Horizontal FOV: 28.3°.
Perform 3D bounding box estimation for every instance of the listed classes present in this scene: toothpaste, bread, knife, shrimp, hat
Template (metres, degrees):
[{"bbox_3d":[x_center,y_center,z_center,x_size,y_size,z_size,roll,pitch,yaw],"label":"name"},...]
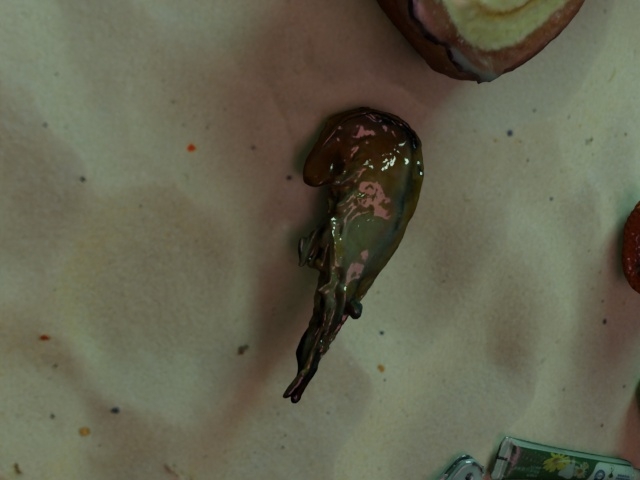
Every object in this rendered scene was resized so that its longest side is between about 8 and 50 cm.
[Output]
[{"bbox_3d":[0.267,0.240,1.339,0.204,0.031,0.049,12,101,-29],"label":"toothpaste"},{"bbox_3d":[0.149,-0.245,1.045,0.244,0.123,0.190,-40,123,-9],"label":"bread"},{"bbox_3d":[0.098,0.276,1.268,0.162,0.023,0.044,-45,118,-6],"label":"knife"},{"bbox_3d":[0.002,0.006,1.098,0.117,0.066,0.262,33,77,-18],"label":"shrimp"},{"bbox_3d":[0.387,-0.013,1.289,0.162,0.093,0.112,-26,130,-37],"label":"hat"}]
